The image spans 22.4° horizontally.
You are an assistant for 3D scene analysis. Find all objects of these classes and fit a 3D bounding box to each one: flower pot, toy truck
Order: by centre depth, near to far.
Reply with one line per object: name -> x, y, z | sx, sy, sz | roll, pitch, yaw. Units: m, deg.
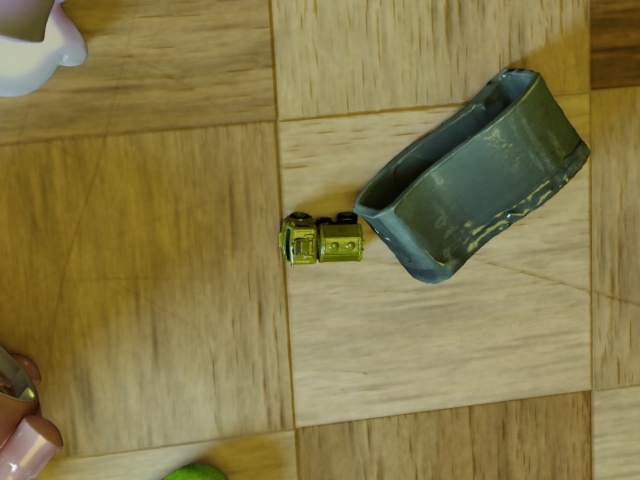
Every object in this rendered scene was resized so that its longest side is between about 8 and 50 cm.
flower pot -> 0.154, -0.064, 1.632 | 0.229, 0.103, 0.108 | -40, 110, 0
toy truck -> 0.000, 0.000, 1.640 | 0.083, 0.054, 0.049 | -1, 105, -11

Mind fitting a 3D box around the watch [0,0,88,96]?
watch -> -0.303, -0.233, 1.426 | 0.248, 0.217, 0.210 | 19, 100, -16

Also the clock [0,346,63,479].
clock -> -0.380, 0.135, 1.499 | 0.241, 0.227, 0.142 | 42, 91, -24

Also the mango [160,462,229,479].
mango -> -0.152, 0.309, 1.669 | 0.163, 0.089, 0.117 | -35, 109, -2
